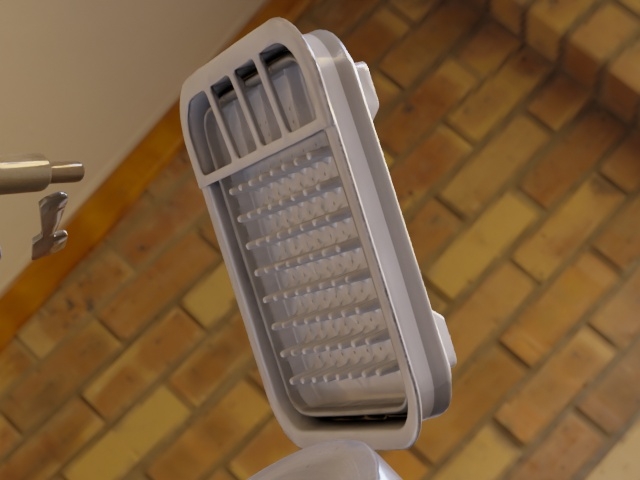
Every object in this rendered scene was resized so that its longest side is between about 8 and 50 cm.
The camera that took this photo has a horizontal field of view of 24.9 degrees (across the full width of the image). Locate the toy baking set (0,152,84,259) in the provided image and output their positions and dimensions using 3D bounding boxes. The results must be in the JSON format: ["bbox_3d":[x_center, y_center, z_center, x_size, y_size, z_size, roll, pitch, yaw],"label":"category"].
[{"bbox_3d":[-0.278,-0.014,1.122,0.256,0.030,0.196,-11,-19,-47],"label":"toy baking set"}]

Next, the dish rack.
[{"bbox_3d":[0.000,0.000,1.160,0.072,0.333,0.285,-17,-1,-26],"label":"dish rack"}]

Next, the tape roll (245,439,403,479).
[{"bbox_3d":[-0.037,0.177,0.548,0.219,0.072,0.219,-41,10,9],"label":"tape roll"}]
